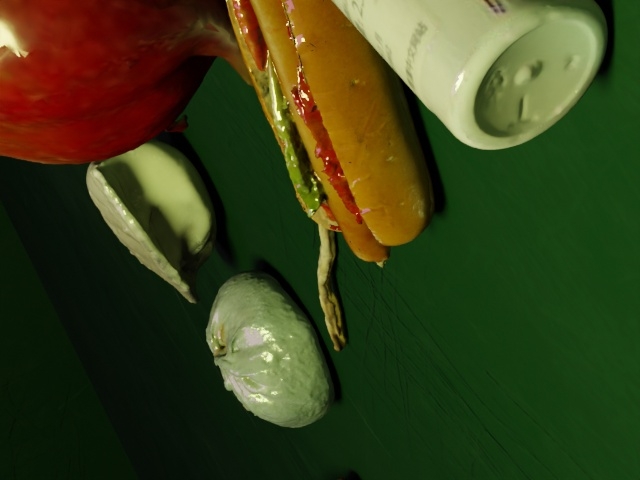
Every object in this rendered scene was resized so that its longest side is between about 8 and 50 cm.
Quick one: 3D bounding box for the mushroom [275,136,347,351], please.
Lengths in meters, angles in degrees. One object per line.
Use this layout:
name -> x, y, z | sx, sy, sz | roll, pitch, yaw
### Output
mushroom -> 0.002, 0.005, 1.359 | 0.286, 0.026, 0.028 | 76, 176, -53

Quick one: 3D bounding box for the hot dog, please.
hot dog -> 0.004, -0.078, 1.049 | 0.092, 0.062, 0.235 | 7, 132, 37

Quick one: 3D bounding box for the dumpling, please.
dumpling -> -0.137, -0.019, 1.657 | 0.150, 0.092, 0.176 | 59, 166, 11

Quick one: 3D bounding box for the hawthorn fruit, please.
hawthorn fruit -> -0.186, -0.181, 1.132 | 0.311, 0.295, 0.295 | 31, 148, 56

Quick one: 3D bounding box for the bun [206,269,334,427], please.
bun -> -0.049, 0.095, 1.594 | 0.140, 0.083, 0.141 | 59, 168, 20

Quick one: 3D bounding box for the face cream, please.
face cream -> 0.018, -0.151, 0.842 | 0.269, 0.082, 0.082 | 52, 164, 33

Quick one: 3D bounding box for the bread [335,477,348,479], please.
bread -> 0.013, 0.344, 1.829 | 0.185, 0.109, 0.380 | 59, 165, 11
